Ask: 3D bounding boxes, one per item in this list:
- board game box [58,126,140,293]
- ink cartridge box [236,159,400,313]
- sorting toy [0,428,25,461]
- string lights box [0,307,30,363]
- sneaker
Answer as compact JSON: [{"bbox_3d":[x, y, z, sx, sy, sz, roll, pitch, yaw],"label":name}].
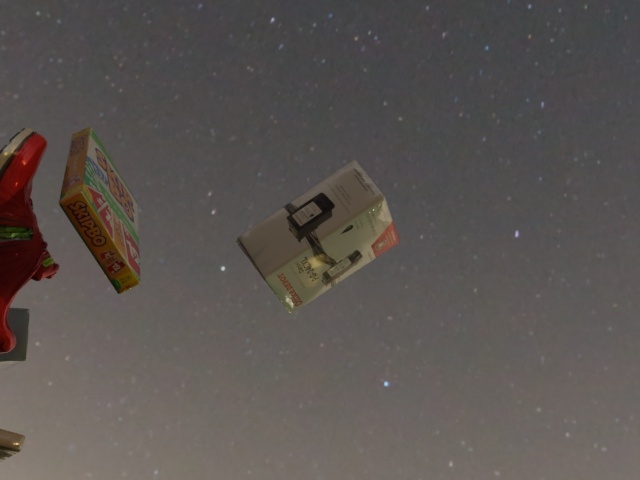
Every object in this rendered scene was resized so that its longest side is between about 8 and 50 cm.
[{"bbox_3d":[-0.259,-0.048,0.950,0.039,0.259,0.124,-27,-62,-3],"label":"board game box"},{"bbox_3d":[0.000,0.000,0.848,0.150,0.063,0.109,-34,-29,-3],"label":"ink cartridge box"},{"bbox_3d":[-0.620,0.328,1.209,0.255,0.090,0.257,24,-33,-26],"label":"sorting toy"},{"bbox_3d":[-0.521,0.149,1.184,0.133,0.077,0.259,7,-14,-27],"label":"string lights box"},{"bbox_3d":[-0.372,0.003,0.965,0.118,0.279,0.107,18,-11,-17],"label":"sneaker"}]
